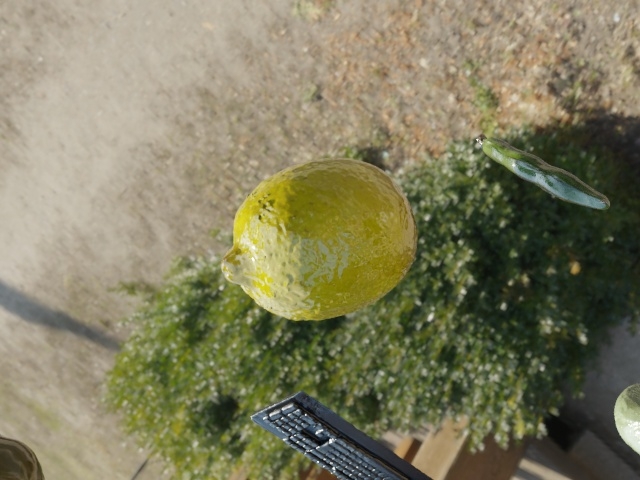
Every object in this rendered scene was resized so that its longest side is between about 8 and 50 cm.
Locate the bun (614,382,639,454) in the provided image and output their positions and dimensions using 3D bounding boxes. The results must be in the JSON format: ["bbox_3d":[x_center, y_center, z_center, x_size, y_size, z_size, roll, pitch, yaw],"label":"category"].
[{"bbox_3d":[0.630,0.335,1.558,0.221,0.221,0.108,10,105,37],"label":"bun"}]

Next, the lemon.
[{"bbox_3d":[0.000,0.000,1.331,0.245,0.320,0.245,163,90,-73],"label":"lemon"}]

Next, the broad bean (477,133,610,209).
[{"bbox_3d":[0.341,-0.114,1.405,0.060,0.043,0.297,19,-166,-44],"label":"broad bean"}]

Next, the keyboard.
[{"bbox_3d":[0.028,0.204,0.827,0.196,0.015,0.074,39,133,-25],"label":"keyboard"}]

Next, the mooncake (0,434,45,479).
[{"bbox_3d":[-0.581,0.419,1.271,0.378,0.378,0.201,36,147,1],"label":"mooncake"}]
